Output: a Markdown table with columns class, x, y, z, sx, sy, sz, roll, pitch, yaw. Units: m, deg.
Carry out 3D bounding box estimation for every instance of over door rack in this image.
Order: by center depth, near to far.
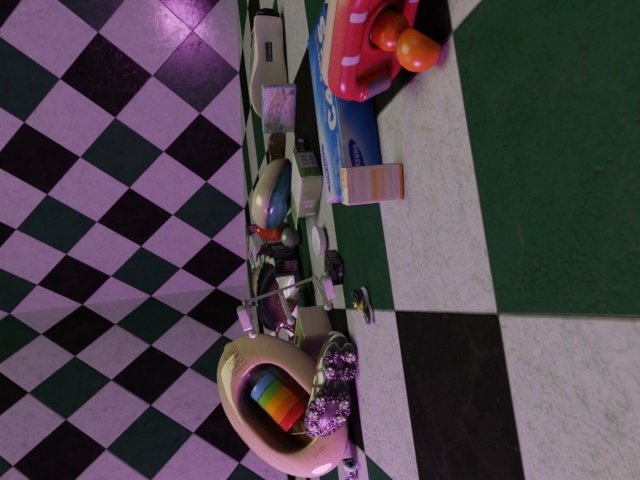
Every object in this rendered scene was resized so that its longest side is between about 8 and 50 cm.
| class | x | y | z | sx | sy | sz | roll | pitch | yaw |
| --- | --- | --- | --- | --- | --- | --- | --- | --- | --- |
| over door rack | -0.090 | 0.177 | 1.385 | 0.324 | 0.240 | 0.108 | 154 | 96 | -83 |

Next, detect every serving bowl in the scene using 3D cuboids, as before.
| class | x | y | z | sx | sy | sz | roll | pitch | yaw |
| --- | --- | --- | --- | --- | --- | --- | --- | --- | --- |
| serving bowl | 0.000 | 0.000 | 1.437 | 0.083 | 0.027 | 0.083 | 173 | 90 | -78 |

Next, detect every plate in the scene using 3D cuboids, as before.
| class | x | y | z | sx | sy | sz | roll | pitch | yaw |
| --- | --- | --- | --- | --- | --- | --- | --- | --- | --- |
| plate | -0.139 | 0.253 | 2.129 | 0.278 | 0.045 | 0.277 | -153 | 57 | -75 |

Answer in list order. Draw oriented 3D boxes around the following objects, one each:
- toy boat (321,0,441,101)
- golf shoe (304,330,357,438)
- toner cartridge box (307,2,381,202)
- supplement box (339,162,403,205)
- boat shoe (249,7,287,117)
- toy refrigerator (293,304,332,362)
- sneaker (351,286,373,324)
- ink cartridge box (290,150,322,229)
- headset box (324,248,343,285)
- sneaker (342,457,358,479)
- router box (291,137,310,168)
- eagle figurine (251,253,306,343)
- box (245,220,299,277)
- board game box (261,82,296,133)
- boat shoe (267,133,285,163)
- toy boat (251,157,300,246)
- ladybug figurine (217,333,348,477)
| class | x | y | z | sx | sy | sz | roll | pitch | yaw |
| --- | --- | --- | --- | --- | --- | --- | --- | --- | --- |
| toy boat | 0.098 | -0.282 | 0.704 | 0.151 | 0.151 | 0.231 | 41 | 147 | 25 |
| golf shoe | 0.026 | 0.361 | 1.310 | 0.120 | 0.105 | 0.272 | -117 | 41 | -73 |
| toner cartridge box | 0.044 | -0.257 | 1.021 | 0.165 | 0.075 | 0.347 | 161 | 102 | -78 |
| supplement box | 0.085 | -0.094 | 0.866 | 0.036 | 0.098 | 0.062 | -146 | 51 | -73 |
| boat shoe | -0.175 | -0.584 | 1.757 | 0.158 | 0.127 | 0.340 | -121 | 35 | -75 |
| toy refrigerator | -0.031 | 0.321 | 1.580 | 0.269 | 0.094 | 0.102 | 96 | 162 | -45 |
| sneaker | 0.087 | 0.140 | 1.108 | 0.031 | 0.035 | 0.083 | 105 | 155 | -60 |
| ink cartridge box | -0.044 | -0.138 | 1.485 | 0.209 | 0.062 | 0.109 | 98 | 161 | -48 |
| headset box | 0.032 | 0.066 | 1.322 | 0.083 | 0.032 | 0.062 | -120 | 26 | -57 |
| sneaker | 0.082 | 0.611 | 1.362 | 0.098 | 0.038 | 0.069 | 99 | 161 | -77 |
| router box | -0.056 | -0.226 | 1.548 | 0.122 | 0.038 | 0.092 | 101 | 158 | -53 |
| eagle figurine | -0.145 | 0.207 | 1.749 | 0.226 | 0.298 | 0.225 | -30 | 18 | 42 |
| box | -0.187 | 0.031 | 1.957 | 0.247 | 0.163 | 0.142 | -129 | 34 | -66 |
| board game box | -0.130 | -0.412 | 1.635 | 0.026 | 0.103 | 0.154 | -111 | 20 | -49 |
| boat shoe | -0.165 | -0.343 | 1.910 | 0.178 | 0.064 | 0.060 | 94 | 162 | -47 |
| toy boat | -0.127 | -0.108 | 1.694 | 0.318 | 0.148 | 0.267 | 99 | -173 | -48 |
| ladybug figurine | -0.101 | 0.442 | 1.463 | 0.449 | 0.305 | 0.162 | 45 | -170 | 18 |
